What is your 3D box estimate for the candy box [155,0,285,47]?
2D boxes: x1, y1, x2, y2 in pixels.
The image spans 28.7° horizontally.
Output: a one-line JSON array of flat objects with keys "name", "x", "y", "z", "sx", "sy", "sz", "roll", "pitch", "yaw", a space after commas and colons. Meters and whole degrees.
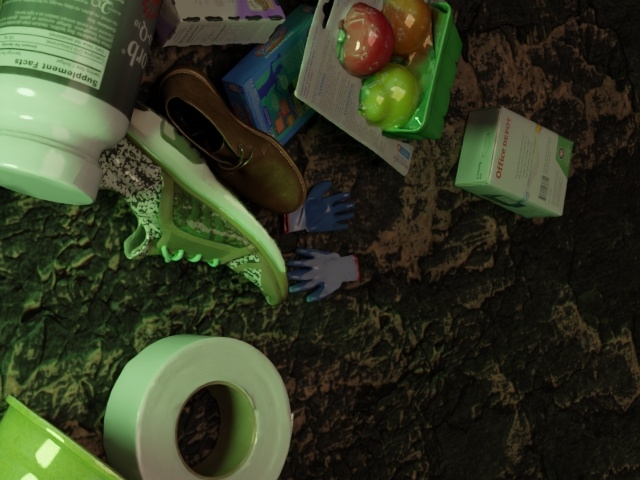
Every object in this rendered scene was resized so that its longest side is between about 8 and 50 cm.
[{"name": "candy box", "x": -0.175, "y": -0.381, "z": 1.899, "sx": 0.196, "sy": 0.070, "sz": 0.165, "roll": -9, "pitch": 67, "yaw": -39}]

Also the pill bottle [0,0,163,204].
[{"name": "pill bottle", "x": -0.346, "y": -0.246, "z": 1.711, "sx": 0.210, "sy": 0.210, "sz": 0.363, "roll": 21, "pitch": 76, "yaw": -37}]

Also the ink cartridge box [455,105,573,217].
[{"name": "ink cartridge box", "x": 0.366, "y": -0.145, "z": 2.356, "sx": 0.212, "sy": 0.093, "sz": 0.154, "roll": 20, "pitch": 76, "yaw": -38}]

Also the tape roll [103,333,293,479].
[{"name": "tape roll", "x": -0.182, "y": 0.285, "z": 1.899, "sx": 0.286, "sy": 0.100, "sz": 0.286, "roll": 2, "pitch": 87, "yaw": -39}]

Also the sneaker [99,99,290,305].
[{"name": "sneaker", "x": -0.210, "y": -0.024, "z": 1.888, "sx": 0.182, "sy": 0.158, "sz": 0.410, "roll": -43, "pitch": 116, "yaw": -4}]

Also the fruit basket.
[{"name": "fruit basket", "x": 0.085, "y": -0.315, "z": 2.057, "sx": 0.353, "sy": 0.165, "sz": 0.327, "roll": 26, "pitch": 73, "yaw": -46}]

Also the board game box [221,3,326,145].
[{"name": "board game box", "x": -0.058, "y": -0.255, "z": 2.012, "sx": 0.210, "sy": 0.047, "sz": 0.160, "roll": -47, "pitch": 139, "yaw": -29}]

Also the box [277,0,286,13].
[{"name": "box", "x": -0.094, "y": -0.381, "z": 2.017, "sx": 0.062, "sy": 0.052, "sz": 0.083, "roll": 12, "pitch": 81, "yaw": -39}]

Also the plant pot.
[{"name": "plant pot", "x": -0.382, "y": 0.385, "z": 1.657, "sx": 0.276, "sy": 0.276, "sz": 0.254, "roll": 44, "pitch": 75, "yaw": -29}]

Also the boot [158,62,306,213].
[{"name": "boot", "x": -0.135, "y": -0.130, "z": 1.914, "sx": 0.112, "sy": 0.115, "sz": 0.305, "roll": -39, "pitch": 117, "yaw": 15}]

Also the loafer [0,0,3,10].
[{"name": "loafer", "x": -0.488, "y": -0.358, "z": 1.700, "sx": 0.148, "sy": 0.050, "sz": 0.056, "roll": 46, "pitch": 64, "yaw": -27}]

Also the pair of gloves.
[{"name": "pair of gloves", "x": 0.000, "y": 0.000, "z": 2.103, "sx": 0.159, "sy": 0.023, "sz": 0.198, "roll": -10, "pitch": 96, "yaw": -40}]
